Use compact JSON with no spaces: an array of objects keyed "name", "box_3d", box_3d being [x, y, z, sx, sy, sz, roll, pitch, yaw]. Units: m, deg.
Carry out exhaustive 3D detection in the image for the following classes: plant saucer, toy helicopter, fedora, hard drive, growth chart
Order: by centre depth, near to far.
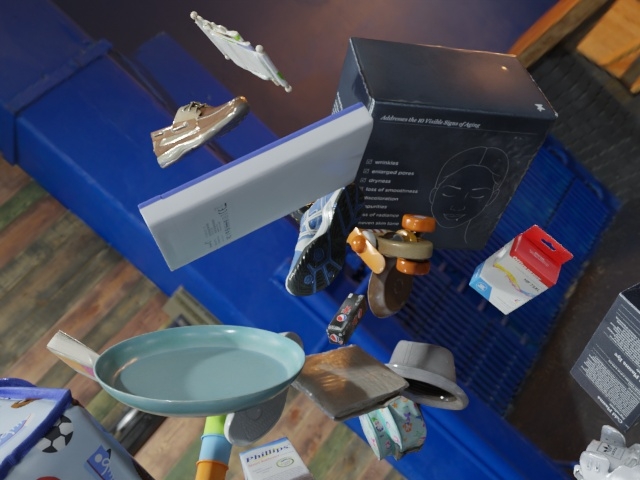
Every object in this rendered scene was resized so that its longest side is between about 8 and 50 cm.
[{"name":"hard drive","box_3d":[-0.085,-0.069,0.876,0.318,0.040,0.210,-27,-14,-13]},{"name":"plant saucer","box_3d":[-0.182,0.198,0.955,0.317,0.317,0.044,-69,-19,-79]},{"name":"growth chart","box_3d":[-0.179,-0.420,1.369,0.021,0.237,0.172,-53,-29,-6]},{"name":"toy helicopter","box_3d":[0.100,-0.002,1.527,0.235,0.354,0.140,-17,-64,-61]},{"name":"fedora","box_3d":[0.279,0.346,1.651,0.243,0.275,0.124,-5,58,43]},{"name":"plant saucer","box_3d":[0.206,0.124,1.726,0.036,0.199,0.199,13,50,39]}]

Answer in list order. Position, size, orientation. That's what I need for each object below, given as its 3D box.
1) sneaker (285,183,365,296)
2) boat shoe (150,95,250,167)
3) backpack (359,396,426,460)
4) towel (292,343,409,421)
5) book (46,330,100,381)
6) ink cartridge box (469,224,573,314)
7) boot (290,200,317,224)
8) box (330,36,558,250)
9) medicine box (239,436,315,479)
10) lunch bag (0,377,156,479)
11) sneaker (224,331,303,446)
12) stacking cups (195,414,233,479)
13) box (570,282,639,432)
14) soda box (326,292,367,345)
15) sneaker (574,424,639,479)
[{"name":"sneaker","box_3d":[0.000,0.000,1.036,0.081,0.080,0.211,6,61,50]},{"name":"boat shoe","box_3d":[-0.326,-0.300,1.602,0.324,0.116,0.123,-24,9,28]},{"name":"backpack","box_3d":[0.221,0.541,1.890,0.191,0.225,0.254,-18,-30,-15]},{"name":"towel","box_3d":[0.055,0.307,1.359,0.282,0.187,0.049,0,-66,-49]},{"name":"book","box_3d":[-0.412,0.222,1.100,0.035,0.096,0.144,-60,-16,-28]},{"name":"ink cartridge box","box_3d":[0.509,0.078,1.580,0.078,0.134,0.231,-53,2,-43]},{"name":"boot","box_3d":[0.001,-0.048,1.857,0.085,0.178,0.236,-52,-30,10]},{"name":"box","box_3d":[0.271,-0.237,1.650,0.472,0.479,0.297,107,159,-46]},{"name":"medicine box","box_3d":[-0.092,0.713,1.631,0.149,0.264,0.289,-14,11,-17]},{"name":"lunch bag","box_3d":[-0.403,0.376,0.882,0.385,0.328,0.239,-13,29,41]},{"name":"sneaker","box_3d":[-0.141,0.299,1.234,0.151,0.094,0.256,-18,29,42]},{"name":"stacking cups","box_3d":[-0.254,0.512,1.501,0.096,0.096,0.316,-44,30,43]},{"name":"box","box_3d":[0.771,0.206,1.342,0.343,0.179,0.313,-21,-39,-20]},{"name":"soda box","box_3d":[0.080,0.231,1.824,0.053,0.060,0.169,6,38,29]},{"name":"sneaker","box_3d":[0.670,0.457,1.265,0.137,0.210,0.366,-26,-37,-39]}]
